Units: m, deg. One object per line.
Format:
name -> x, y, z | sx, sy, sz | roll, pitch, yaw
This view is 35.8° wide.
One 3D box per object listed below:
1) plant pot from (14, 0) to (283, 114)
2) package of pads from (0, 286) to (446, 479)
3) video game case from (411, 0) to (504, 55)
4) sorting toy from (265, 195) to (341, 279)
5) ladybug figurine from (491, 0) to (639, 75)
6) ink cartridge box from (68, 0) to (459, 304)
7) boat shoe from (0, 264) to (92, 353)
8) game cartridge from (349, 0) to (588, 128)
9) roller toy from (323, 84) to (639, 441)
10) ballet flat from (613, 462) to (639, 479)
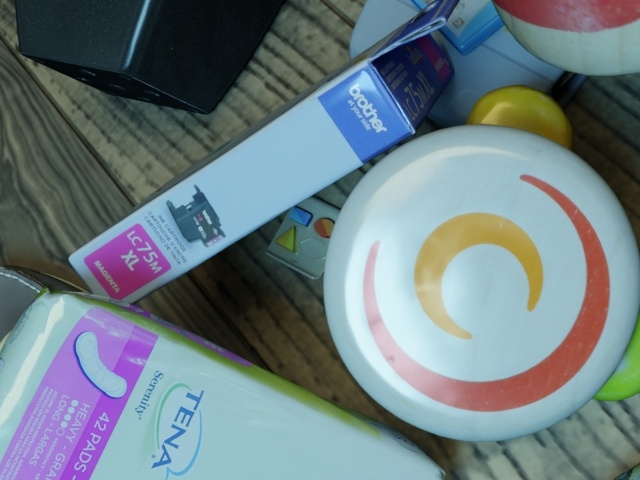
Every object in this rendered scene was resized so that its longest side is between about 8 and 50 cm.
plant pot -> -0.155, -0.212, 0.865 | 0.187, 0.188, 0.167 | 15, 89, 27
package of pads -> -0.089, 0.180, 0.626 | 0.296, 0.101, 0.229 | 28, 80, -15
video game case -> 0.112, -0.236, 0.785 | 0.119, 0.015, 0.166 | -38, 60, 5
sorting toy -> 0.000, 0.000, 0.797 | 0.083, 0.012, 0.062 | 27, 81, 30
ladybug figurine -> 0.194, -0.268, 0.572 | 0.305, 0.162, 0.449 | -40, 23, 31
ink cartridge box -> -0.017, -0.069, 0.707 | 0.311, 0.186, 0.065 | -33, 99, 24
boat shoe -> -0.202, 0.114, 0.788 | 0.116, 0.097, 0.324 | -48, 59, -1
game cartridge -> 0.165, -0.225, 0.796 | 0.198, 0.062, 0.297 | 36, 86, 26
roller toy -> 0.101, 0.020, 0.646 | 0.191, 0.146, 0.209 | -23, 90, 9
ballet flat -> 0.169, 0.205, 0.614 | 0.070, 0.070, 0.188 | 22, 76, 29
